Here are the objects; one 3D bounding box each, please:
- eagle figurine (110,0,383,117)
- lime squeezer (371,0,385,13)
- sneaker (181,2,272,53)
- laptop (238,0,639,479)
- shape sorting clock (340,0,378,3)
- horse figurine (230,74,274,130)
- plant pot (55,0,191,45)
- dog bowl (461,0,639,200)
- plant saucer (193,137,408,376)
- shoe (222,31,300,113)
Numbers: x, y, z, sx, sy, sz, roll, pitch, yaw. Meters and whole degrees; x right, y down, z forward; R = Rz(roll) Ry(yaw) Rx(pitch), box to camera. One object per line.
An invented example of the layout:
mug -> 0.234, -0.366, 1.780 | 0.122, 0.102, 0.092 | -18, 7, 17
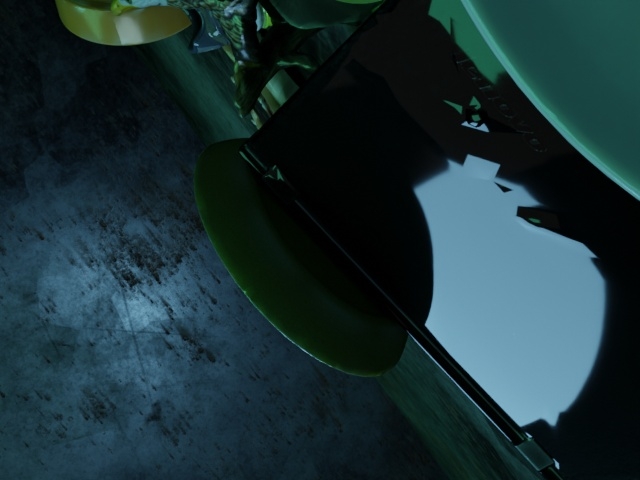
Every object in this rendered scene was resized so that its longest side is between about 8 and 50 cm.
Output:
eagle figurine -> -0.113, -0.250, 0.648 | 0.298, 0.225, 0.226 | 50, -173, -35
lime squeezer -> 0.109, -0.144, 0.563 | 0.109, 0.059, 0.310 | 14, -157, -46
sneaker -> -0.172, -0.349, 0.918 | 0.300, 0.121, 0.111 | 55, 171, -18
laptop -> 0.157, -0.017, 0.633 | 0.382, 0.236, 0.408 | 47, -155, -8
shape sorting clock -> 0.005, -0.250, 0.500 | 0.206, 0.040, 0.206 | 30, 141, 27
horse figurine -> -0.065, -0.173, 1.277 | 0.175, 0.066, 0.263 | 56, 175, 14
plant pot -> -0.259, -0.391, 1.047 | 0.205, 0.205, 0.188 | 47, 154, 33
dog bowl -> 0.143, -0.117, 0.252 | 0.265, 0.104, 0.265 | 51, 171, 11
plant saucer -> 0.000, 0.000, 0.673 | 0.241, 0.037, 0.241 | 39, -154, -23
shoe -> -0.075, -0.241, 1.112 | 0.219, 0.058, 0.076 | 55, -168, 8
